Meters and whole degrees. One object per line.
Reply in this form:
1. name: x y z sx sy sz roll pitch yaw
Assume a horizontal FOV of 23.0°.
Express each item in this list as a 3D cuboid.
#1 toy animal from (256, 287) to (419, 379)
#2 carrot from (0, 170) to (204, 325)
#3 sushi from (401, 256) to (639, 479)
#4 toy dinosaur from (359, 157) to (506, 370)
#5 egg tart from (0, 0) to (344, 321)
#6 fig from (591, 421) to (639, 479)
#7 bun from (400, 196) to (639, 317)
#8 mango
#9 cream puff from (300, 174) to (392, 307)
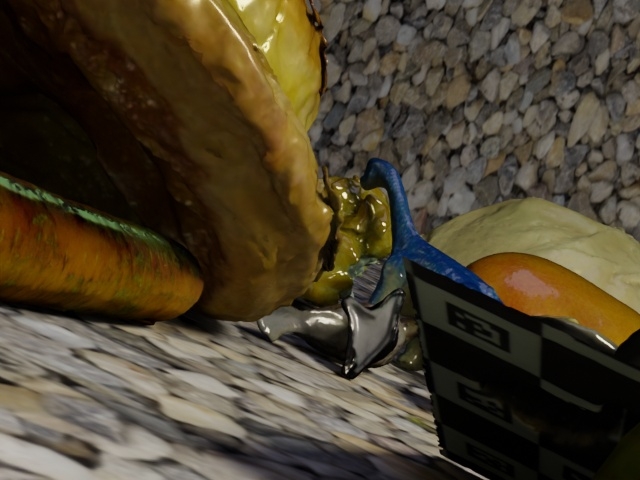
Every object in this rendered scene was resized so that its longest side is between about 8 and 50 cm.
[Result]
1. toy animal: 0.034 0.069 1.224 0.105 0.070 0.202 6 -1 24
2. carrot: -0.149 0.005 0.870 0.070 0.070 0.260 26 3 27
3. sushi: 0.217 0.117 0.797 0.343 0.064 0.359 25 -17 17
4. toy dinosaur: 0.119 0.021 1.355 0.248 0.188 0.075 5 -18 37
5. egg tart: -0.141 -0.137 1.050 0.443 0.178 0.443 35 -23 17
6. fig: 0.163 0.125 0.631 0.151 0.151 0.259 25 -1 0
7. bun: 0.251 0.067 1.678 0.364 0.202 0.364 23 1 -1
8. mango: 0.212 0.096 1.431 0.221 0.151 0.120 27 -40 -6
9. cream puff: 0.001 -0.001 1.487 0.121 0.156 0.156 43 5 3
